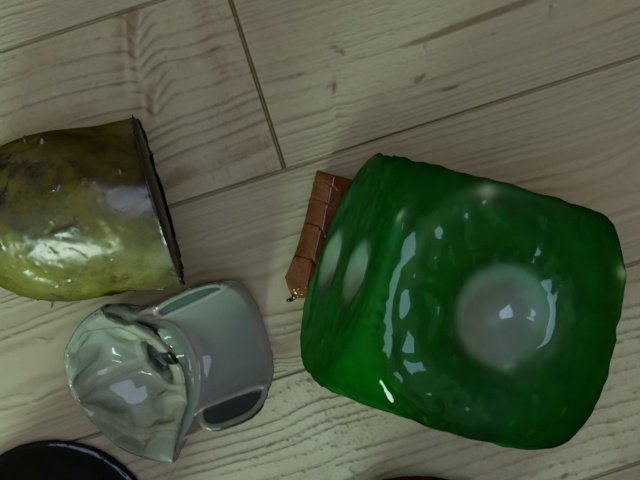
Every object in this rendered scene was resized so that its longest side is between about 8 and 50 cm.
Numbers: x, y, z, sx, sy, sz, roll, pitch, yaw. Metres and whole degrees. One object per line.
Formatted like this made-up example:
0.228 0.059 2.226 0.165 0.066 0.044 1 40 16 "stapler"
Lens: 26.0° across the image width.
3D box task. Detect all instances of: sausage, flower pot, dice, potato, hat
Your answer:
0.001 0.000 1.729 0.065 0.065 0.169 15 94 -2 "sausage"
-0.336 0.394 1.706 0.269 0.166 0.269 0 96 -2 "flower pot"
0.158 0.068 1.601 0.297 0.300 0.287 14 92 -14 "dice"
-0.315 -0.029 1.656 0.266 0.229 0.229 -15 95 2 "potato"
-0.186 0.141 1.731 0.226 0.164 0.219 -31 112 -37 "hat"

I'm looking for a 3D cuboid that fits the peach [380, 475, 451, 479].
0.079 0.387 1.717 0.267 0.154 0.159 -38 93 3 "peach"
